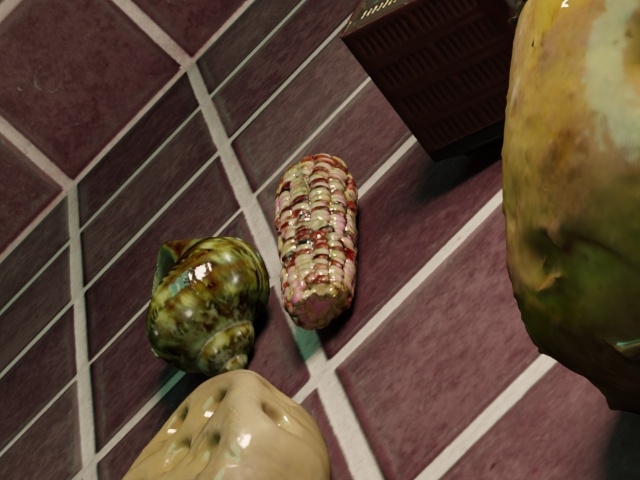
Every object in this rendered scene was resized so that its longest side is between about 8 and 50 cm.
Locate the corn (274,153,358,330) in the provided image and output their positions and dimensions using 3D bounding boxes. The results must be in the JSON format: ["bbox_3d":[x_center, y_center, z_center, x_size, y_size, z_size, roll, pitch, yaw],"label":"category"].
[{"bbox_3d":[0.000,0.000,1.754,0.092,0.092,0.280,-41,24,19],"label":"corn"}]

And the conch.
[{"bbox_3d":[-0.124,0.076,1.820,0.187,0.124,0.181,118,168,-45],"label":"conch"}]

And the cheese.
[{"bbox_3d":[-0.089,0.219,1.436,0.218,0.117,0.235,-37,22,31],"label":"cheese"}]

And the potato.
[{"bbox_3d":[0.234,-0.017,1.049,0.289,0.301,0.237,77,-151,-67],"label":"potato"}]

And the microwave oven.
[{"bbox_3d":[0.165,-0.223,1.688,0.178,0.188,0.247,-27,23,35],"label":"microwave oven"}]
